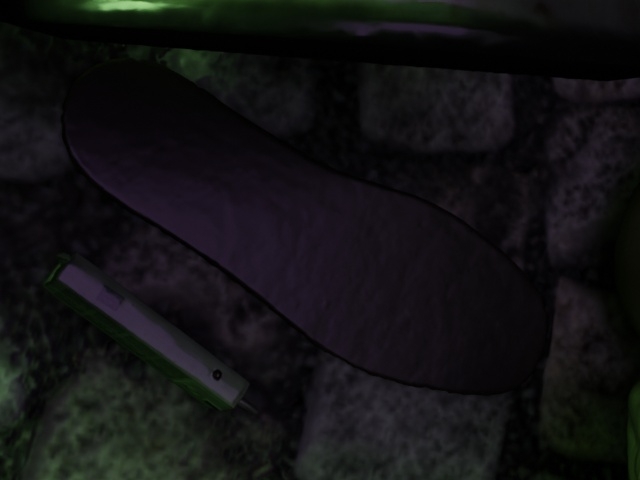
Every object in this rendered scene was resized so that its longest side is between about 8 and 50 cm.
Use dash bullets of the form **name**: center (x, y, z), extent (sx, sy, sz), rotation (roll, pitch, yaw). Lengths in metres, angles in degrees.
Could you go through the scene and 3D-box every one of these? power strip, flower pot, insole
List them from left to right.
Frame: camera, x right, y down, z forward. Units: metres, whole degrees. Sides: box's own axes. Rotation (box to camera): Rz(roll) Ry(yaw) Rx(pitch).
- **power strip**: center (-0.087, 0.053, 0.555), extent (0.136, 0.051, 0.019), rotation (40, 68, -15)
- **insole**: center (0.000, 0.000, 0.613), extent (0.328, 0.007, 0.111), rotation (30, 77, -17)
- **flower pot**: center (0.016, -0.238, 0.442), extent (0.294, 0.293, 0.330), rotation (-1, 102, -20)

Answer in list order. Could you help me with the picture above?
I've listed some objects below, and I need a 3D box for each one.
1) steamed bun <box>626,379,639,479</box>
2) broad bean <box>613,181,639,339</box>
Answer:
- **steamed bun**: center (0.264, 0.229, 0.541), extent (0.352, 0.247, 0.339), rotation (17, 83, 9)
- **broad bean**: center (0.306, -0.009, 0.683), extent (0.263, 0.121, 0.189), rotation (-28, 103, -4)
